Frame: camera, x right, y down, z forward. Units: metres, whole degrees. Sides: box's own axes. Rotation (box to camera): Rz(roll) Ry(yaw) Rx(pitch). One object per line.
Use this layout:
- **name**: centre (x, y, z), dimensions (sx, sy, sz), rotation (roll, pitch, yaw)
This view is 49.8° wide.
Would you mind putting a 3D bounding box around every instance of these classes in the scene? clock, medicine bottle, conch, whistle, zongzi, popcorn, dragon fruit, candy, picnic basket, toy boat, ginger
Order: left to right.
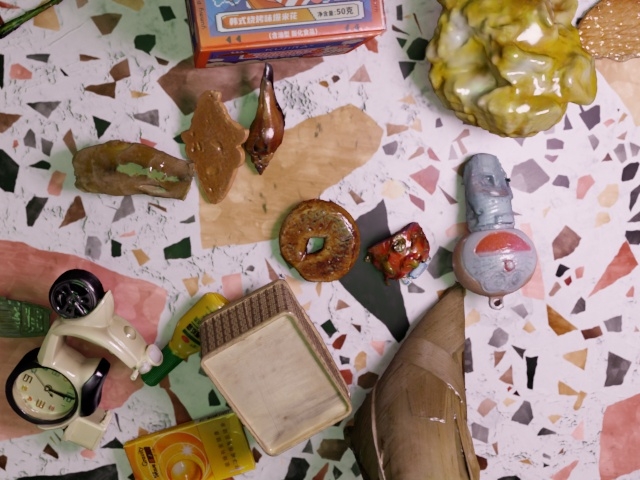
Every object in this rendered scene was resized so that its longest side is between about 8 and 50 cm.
- **toy boat**: centre (-0.734, 0.165, 1.522), dimensions (0.292, 0.055, 0.093), rotation (4, 98, -4)
- **clock**: centre (-0.507, 0.263, 1.492), dimensions (0.276, 0.120, 0.379), rotation (31, 111, -12)
- **ginger**: centre (-0.397, -0.149, 1.468), dimensions (0.262, 0.109, 0.117), rotation (7, 71, -4)
- **medicine bottle**: centre (-0.301, 0.226, 1.545), dimensions (0.260, 0.064, 0.095), rotation (-44, 113, 9)
- **conch**: centre (-0.111, -0.253, 1.475), dimensions (0.080, 0.086, 0.233), rotation (16, 99, -5)
- **picnic basket**: centre (-0.097, 0.273, 1.487), dimensions (0.228, 0.175, 0.313), rotation (-29, 114, 2)
- **dragon fruit**: centre (0.179, 0.030, 1.522), dimensions (0.147, 0.096, 0.102), rotation (-40, 101, 5)
- **candy**: centre (0.218, 0.065, 1.566), dimensions (0.030, 0.020, 0.083), rotation (38, 93, -10)
- **zongzi**: centre (0.234, 0.333, 1.363), dimensions (0.218, 0.500, 0.467), rotation (19, 97, -11)
- **whistle**: centre (0.373, -0.023, 1.495), dimensions (0.189, 0.189, 0.348), rotation (-4, 87, -2)
- **popcorn**: centre (0.391, -0.377, 1.414), dimensions (0.293, 0.292, 0.334), rotation (-2, 103, 43)

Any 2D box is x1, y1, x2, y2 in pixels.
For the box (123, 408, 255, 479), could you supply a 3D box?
- **box**: centre (-0.299, 0.496, 1.592), dimensions (0.269, 0.043, 0.152), rotation (-16, 98, 0)

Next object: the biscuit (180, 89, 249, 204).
- **biscuit**: centre (-0.226, -0.198, 1.482), dimensions (0.162, 0.035, 0.250), rotation (13, 112, 23)

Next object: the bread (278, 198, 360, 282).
- **bread**: centre (0.000, 0.000, 1.530), dimensions (0.193, 0.064, 0.193), rotation (1, 102, 2)

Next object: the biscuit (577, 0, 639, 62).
- **biscuit**: centre (0.655, -0.463, 1.505), dimensions (0.224, 0.033, 0.145), rotation (-11, 96, -1)

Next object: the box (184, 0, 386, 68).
- **box**: centre (-0.090, -0.519, 1.328), dimensions (0.348, 0.257, 0.319), rotation (-7, 96, -12)

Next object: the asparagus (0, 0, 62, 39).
- **asparagus**: centre (-0.583, -0.492, 1.456), dimensions (0.232, 0.023, 0.022), rotation (-29, 143, 2)
